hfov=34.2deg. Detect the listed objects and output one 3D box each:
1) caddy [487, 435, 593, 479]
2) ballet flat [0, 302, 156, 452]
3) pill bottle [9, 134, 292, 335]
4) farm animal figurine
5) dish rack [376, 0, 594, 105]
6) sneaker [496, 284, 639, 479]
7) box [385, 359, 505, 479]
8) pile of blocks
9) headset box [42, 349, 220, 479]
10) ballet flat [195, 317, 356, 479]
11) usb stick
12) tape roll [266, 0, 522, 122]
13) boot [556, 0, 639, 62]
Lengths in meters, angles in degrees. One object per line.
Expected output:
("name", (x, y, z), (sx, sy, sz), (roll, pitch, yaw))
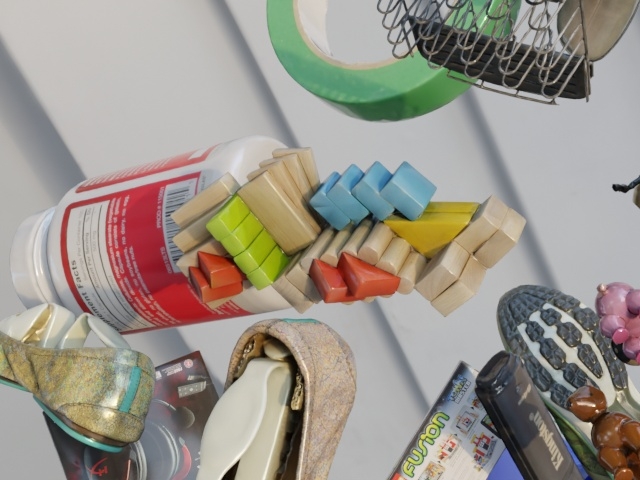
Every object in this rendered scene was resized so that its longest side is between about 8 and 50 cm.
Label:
("caddy", (0.312, 0.455, 1.733), (0.179, 0.241, 0.341), (54, 125, 33))
("ballet flat", (-0.283, 0.126, 1.117), (0.123, 0.123, 0.348), (-41, 31, -27))
("pill bottle", (-0.217, 0.007, 1.413), (0.407, 0.229, 0.229), (-11, 29, 30))
("farm animal figurine", (0.391, 0.082, 1.044), (0.326, 0.330, 0.172), (4, 26, -12))
("dish rack", (0.133, -0.195, 0.900), (0.208, 0.271, 0.074), (21, 72, 26))
("sneaker", (0.382, 0.255, 1.526), (0.158, 0.410, 0.182), (-29, -16, -24))
("box", (0.185, 0.279, 1.410), (0.207, 0.114, 0.036), (-57, -6, -2))
("pile of blocks", (0.000, 0.000, 0.971), (0.362, 0.149, 0.113), (-4, 29, 26))
("headset box", (-0.201, 0.322, 1.331), (0.218, 0.293, 0.110), (-20, -17, -16))
("ballet flat", (-0.060, 0.198, 0.698), (0.107, 0.106, 0.316), (5, 73, 27))
("usb stick", (0.267, 0.253, 1.290), (0.077, 0.278, 0.045), (-45, 31, -24))
("tape roll", (0.087, -0.309, 1.283), (0.321, 0.077, 0.321), (-9, 72, 27))
("boot", (0.292, -0.293, 1.030), (0.083, 0.247, 0.161), (29, 22, 15))
